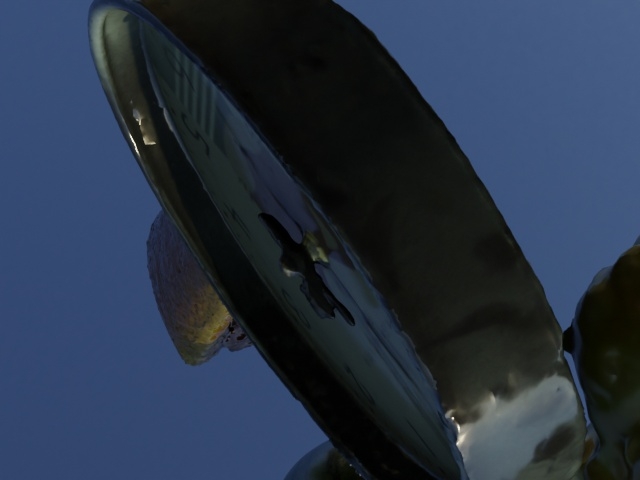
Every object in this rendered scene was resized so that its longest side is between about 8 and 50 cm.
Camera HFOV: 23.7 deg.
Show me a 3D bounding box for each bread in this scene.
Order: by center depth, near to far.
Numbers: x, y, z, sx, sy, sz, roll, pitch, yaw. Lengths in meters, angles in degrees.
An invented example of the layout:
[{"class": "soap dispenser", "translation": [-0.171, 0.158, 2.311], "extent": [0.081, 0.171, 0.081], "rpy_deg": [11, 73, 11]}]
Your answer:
[{"class": "bread", "translation": [-0.056, -0.002, 1.019], "extent": [0.103, 0.172, 0.132], "rpy_deg": [-8, -111, -17]}]

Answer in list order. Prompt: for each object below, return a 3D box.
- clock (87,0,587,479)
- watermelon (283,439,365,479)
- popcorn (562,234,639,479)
[{"class": "clock", "translation": [0.000, 0.000, 0.738], "extent": [0.067, 0.325, 0.325], "rpy_deg": [-34, -111, -13]}, {"class": "watermelon", "translation": [0.043, 0.225, 1.055], "extent": [0.141, 0.140, 0.187], "rpy_deg": [-7, -117, -35]}, {"class": "popcorn", "translation": [0.236, 0.104, 0.791], "extent": [0.226, 0.276, 0.276], "rpy_deg": [-2, -131, -11]}]
